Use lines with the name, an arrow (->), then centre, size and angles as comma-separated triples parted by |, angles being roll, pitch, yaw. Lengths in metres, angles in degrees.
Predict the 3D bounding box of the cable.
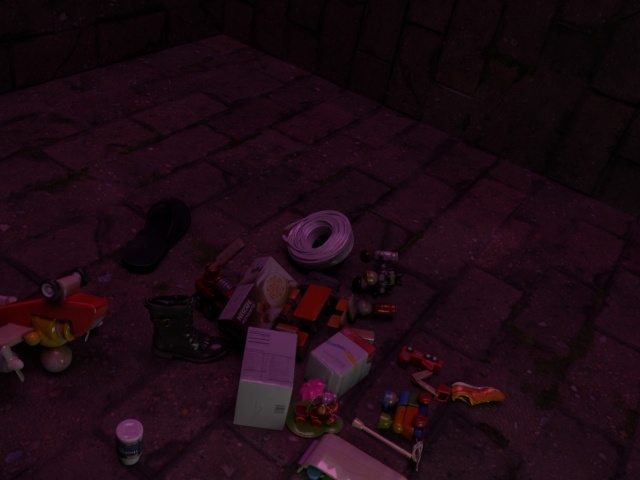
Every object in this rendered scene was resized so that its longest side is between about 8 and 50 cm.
cable -> 0.000, 0.000, 2.345 | 0.257, 0.089, 0.257 | -28, 44, -1

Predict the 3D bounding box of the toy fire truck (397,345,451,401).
toy fire truck -> 0.332, 0.426, 2.001 | 0.192, 0.047, 0.135 | 20, 39, 12

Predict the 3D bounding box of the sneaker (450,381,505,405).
sneaker -> 0.495, 0.493, 1.964 | 0.175, 0.064, 0.067 | 6, 57, 0

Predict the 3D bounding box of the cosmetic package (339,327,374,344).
cosmetic package -> 0.117, 0.325, 2.062 | 0.115, 0.060, 0.041 | 11, 38, -4

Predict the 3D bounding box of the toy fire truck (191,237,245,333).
toy fire truck -> -0.296, 0.140, 2.030 | 0.217, 0.246, 0.158 | 36, 43, 28

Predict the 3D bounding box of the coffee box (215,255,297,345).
coffee box -> -0.198, 0.189, 1.944 | 0.098, 0.141, 0.246 | -9, 41, 48

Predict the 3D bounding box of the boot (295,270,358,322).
boot -> 0.043, 0.186, 2.212 | 0.247, 0.083, 0.161 | 25, 33, 14

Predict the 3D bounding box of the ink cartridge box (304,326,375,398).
ink cartridge box -> 0.059, 0.380, 1.916 | 0.127, 0.128, 0.176 | 34, 42, 27

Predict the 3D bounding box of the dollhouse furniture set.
dollhouse furniture set -> -0.047, 0.239, 2.017 | 0.262, 0.135, 0.259 | 11, 45, 21

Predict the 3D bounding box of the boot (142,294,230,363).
boot -> -0.395, 0.257, 1.862 | 0.263, 0.229, 0.091 | 3, 38, -12

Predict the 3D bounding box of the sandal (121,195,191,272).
sandal -> -0.593, -0.051, 2.311 | 0.168, 0.107, 0.445 | 12, 36, 0

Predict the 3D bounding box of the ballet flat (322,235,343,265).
ballet flat -> 0.068, -0.004, 2.457 | 0.096, 0.095, 0.280 | 7, 35, -28

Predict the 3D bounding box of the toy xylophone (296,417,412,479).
toy xylophone -> 0.112, 0.617, 1.659 | 0.323, 0.081, 0.236 | 32, 41, 25

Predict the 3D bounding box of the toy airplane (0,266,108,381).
toy airplane -> -0.806, 0.251, 1.770 | 0.386, 0.272, 0.384 | -21, 10, -25

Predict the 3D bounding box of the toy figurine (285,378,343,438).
toy figurine -> -0.005, 0.463, 1.763 | 0.173, 0.159, 0.130 | 12, 37, -1

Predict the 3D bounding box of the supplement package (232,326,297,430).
supplement package -> -0.157, 0.393, 1.781 | 0.149, 0.194, 0.203 | 9, 37, -5

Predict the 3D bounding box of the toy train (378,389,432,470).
toy train -> 0.231, 0.536, 1.792 | 0.143, 0.105, 0.248 | 10, 36, 14

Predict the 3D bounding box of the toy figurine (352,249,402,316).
toy figurine -> 0.196, 0.145, 2.198 | 0.148, 0.209, 0.213 | 3, 37, -3

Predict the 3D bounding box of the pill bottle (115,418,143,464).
pill bottle -> -0.486, 0.517, 1.586 | 0.067, 0.120, 0.067 | 8, 37, -6
